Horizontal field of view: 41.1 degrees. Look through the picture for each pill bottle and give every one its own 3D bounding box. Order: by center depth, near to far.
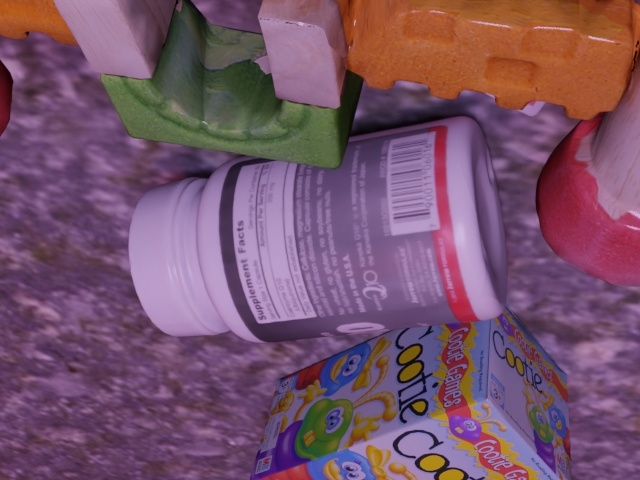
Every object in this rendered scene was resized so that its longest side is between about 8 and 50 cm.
[{"bbox_3d":[0.000,0.000,0.706,0.283,0.161,0.161,-8,126,20],"label":"pill bottle"}]

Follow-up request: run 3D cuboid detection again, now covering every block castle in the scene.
[{"bbox_3d":[-0.014,-0.162,0.448,0.454,0.302,0.213,9,157,9],"label":"block castle"}]

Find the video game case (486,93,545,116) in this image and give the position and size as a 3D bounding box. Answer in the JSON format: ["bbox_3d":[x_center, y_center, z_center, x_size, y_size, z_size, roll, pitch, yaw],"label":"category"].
[{"bbox_3d":[0.136,-0.237,0.572,0.204,0.025,0.285,25,129,-7],"label":"video game case"}]

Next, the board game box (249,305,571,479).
[{"bbox_3d":[0.088,0.188,0.848,0.275,0.142,0.144,-28,117,31],"label":"board game box"}]
